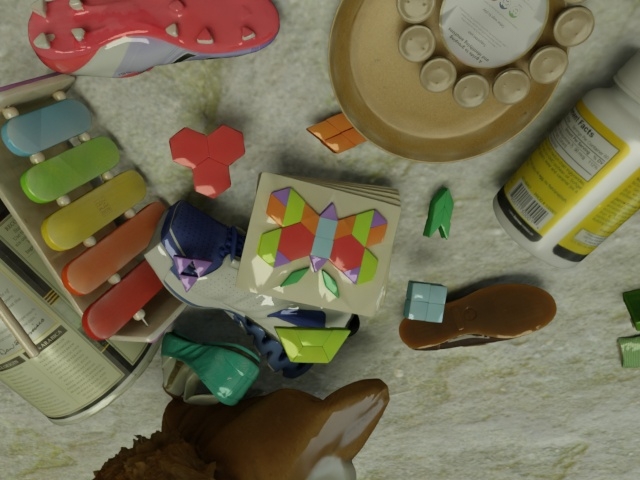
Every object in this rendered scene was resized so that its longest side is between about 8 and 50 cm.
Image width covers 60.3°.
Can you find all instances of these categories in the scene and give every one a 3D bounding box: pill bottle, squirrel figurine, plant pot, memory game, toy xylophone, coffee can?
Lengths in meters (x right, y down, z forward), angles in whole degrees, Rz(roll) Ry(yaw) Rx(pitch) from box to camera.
[{"bbox_3d":[0.290,-0.079,0.570,0.119,0.119,0.208,27,125,-13],"label":"pill bottle"},{"bbox_3d":[-0.160,0.317,0.773,0.370,0.397,0.281,7,97,47],"label":"squirrel figurine"},{"bbox_3d":[0.126,-0.190,0.562,0.236,0.032,0.236,3,127,4],"label":"plant pot"},{"bbox_3d":[0.162,-0.211,0.515,0.186,0.012,0.186,3,127,4],"label":"memory game"},{"bbox_3d":[-0.275,-0.012,0.617,0.081,0.236,0.322,-16,119,28],"label":"toy xylophone"},{"bbox_3d":[-0.366,0.075,0.709,0.201,0.201,0.275,-21,121,21],"label":"coffee can"}]

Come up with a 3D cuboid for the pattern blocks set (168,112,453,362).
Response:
[{"bbox_3d":[0.000,0.000,0.625,0.325,0.026,0.285,-3,97,-13],"label":"pattern blocks set"}]

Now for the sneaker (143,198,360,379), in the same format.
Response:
[{"bbox_3d":[-0.049,0.042,0.709,0.182,0.127,0.315,-30,125,21],"label":"sneaker"}]

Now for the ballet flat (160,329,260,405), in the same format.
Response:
[{"bbox_3d":[-0.175,0.178,0.765,0.083,0.087,0.247,45,153,-26],"label":"ballet flat"}]

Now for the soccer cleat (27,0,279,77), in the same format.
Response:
[{"bbox_3d":[-0.165,-0.211,0.564,0.248,0.095,0.083,-7,85,-3],"label":"soccer cleat"}]

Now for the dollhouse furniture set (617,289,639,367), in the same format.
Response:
[{"bbox_3d":[0.450,0.138,0.749,0.076,0.058,0.151,-16,123,18],"label":"dollhouse furniture set"}]

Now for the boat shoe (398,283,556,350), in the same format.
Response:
[{"bbox_3d":[0.212,0.107,0.755,0.207,0.073,0.073,-12,162,19],"label":"boat shoe"}]
